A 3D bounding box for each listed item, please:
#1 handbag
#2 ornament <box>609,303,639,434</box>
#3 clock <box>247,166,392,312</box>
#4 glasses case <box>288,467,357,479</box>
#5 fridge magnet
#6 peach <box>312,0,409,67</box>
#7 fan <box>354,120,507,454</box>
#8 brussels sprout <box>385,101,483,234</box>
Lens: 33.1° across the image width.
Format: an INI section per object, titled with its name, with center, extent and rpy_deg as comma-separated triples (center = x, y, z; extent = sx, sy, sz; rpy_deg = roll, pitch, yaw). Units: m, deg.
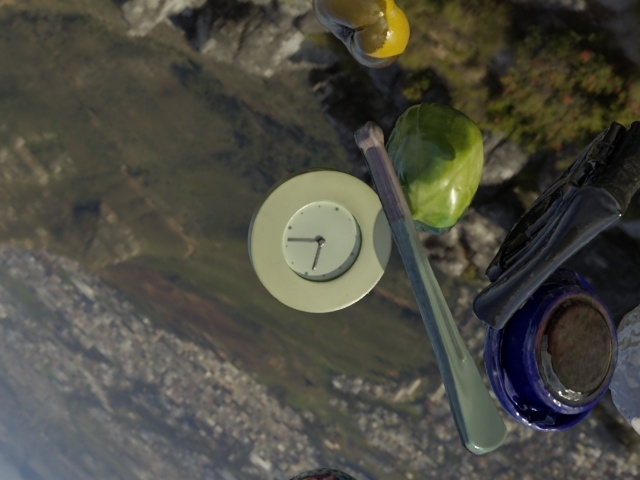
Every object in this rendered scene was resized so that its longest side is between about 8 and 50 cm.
[handbag]
center = 0.316, -0.023, 1.397
extent = 0.088, 0.244, 0.275
rpy_deg = 43, 130, 3
[ornament]
center = 0.745, 0.271, 2.183
extent = 0.337, 0.337, 0.337
rpy_deg = 35, 158, 17
[clock]
center = 0.000, 0.000, 1.720
extent = 0.235, 0.235, 0.029
rpy_deg = 50, 177, -19
[glasses case]
center = 0.064, 0.355, 1.063
extent = 0.327, 0.125, 0.076
rpy_deg = 48, -169, -16
[fridge magnet]
center = 0.369, 0.169, 1.698
extent = 0.265, 0.265, 0.113
rpy_deg = 51, 153, -21
[peach]
center = 0.068, -0.357, 1.726
extent = 0.179, 0.103, 0.179
rpy_deg = 41, 170, 9
[fan]
center = 0.081, 0.033, 0.854
extent = 0.023, 0.057, 0.282
rpy_deg = -31, 75, 40
[brussels sprout]
center = 0.184, -0.113, 1.727
extent = 0.161, 0.223, 0.223
rpy_deg = -2, 154, -4
